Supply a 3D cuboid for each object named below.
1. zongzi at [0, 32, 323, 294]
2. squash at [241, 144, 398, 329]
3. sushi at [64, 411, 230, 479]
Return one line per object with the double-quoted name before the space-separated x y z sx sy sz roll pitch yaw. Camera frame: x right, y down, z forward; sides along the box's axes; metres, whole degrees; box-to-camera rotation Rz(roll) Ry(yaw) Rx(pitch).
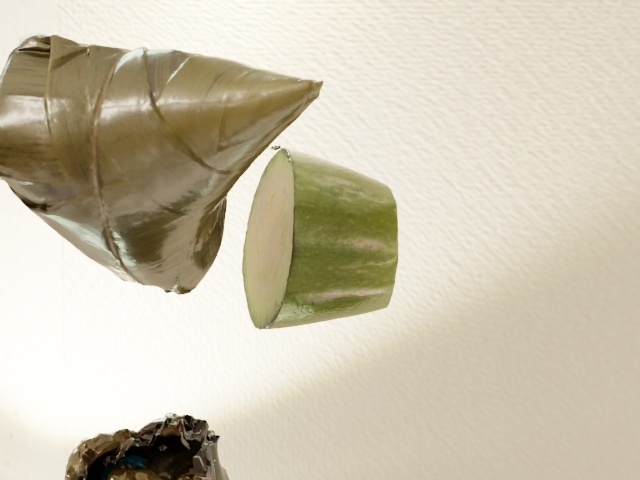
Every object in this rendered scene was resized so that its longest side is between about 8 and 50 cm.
"zongzi" -0.085 -0.047 1.137 0.274 0.300 0.145 50 -132 -54
"squash" 0.000 0.000 1.316 0.122 0.170 0.170 2 -78 -11
"sushi" -0.159 0.283 1.308 0.225 0.219 0.238 5 -46 -18
